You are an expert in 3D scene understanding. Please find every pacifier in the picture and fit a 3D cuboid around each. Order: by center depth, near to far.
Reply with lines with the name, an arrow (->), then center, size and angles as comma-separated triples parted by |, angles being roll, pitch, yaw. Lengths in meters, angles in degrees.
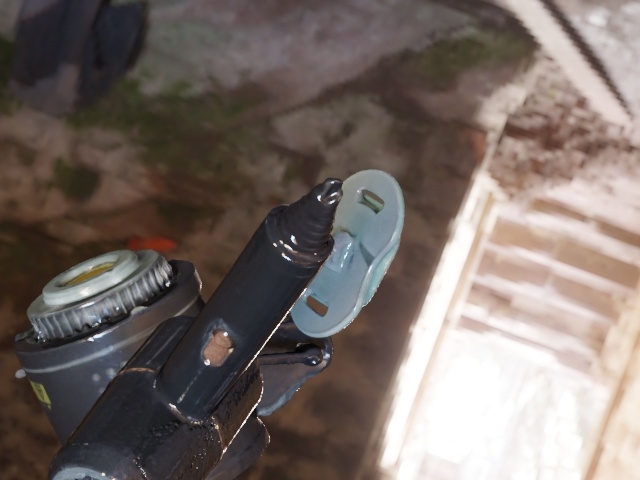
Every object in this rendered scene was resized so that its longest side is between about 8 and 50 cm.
pacifier -> 0.000, 0.000, 1.340 | 0.117, 0.150, 0.127 | 23, -166, -32

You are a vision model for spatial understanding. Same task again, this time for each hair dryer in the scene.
hair dryer -> -0.077, 0.076, 1.178 | 0.107, 0.352, 0.189 | 35, -138, 1

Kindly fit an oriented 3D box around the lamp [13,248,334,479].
lamp -> -0.195, 0.152, 1.666 | 0.272, 0.374, 0.205 | 47, 176, -16
